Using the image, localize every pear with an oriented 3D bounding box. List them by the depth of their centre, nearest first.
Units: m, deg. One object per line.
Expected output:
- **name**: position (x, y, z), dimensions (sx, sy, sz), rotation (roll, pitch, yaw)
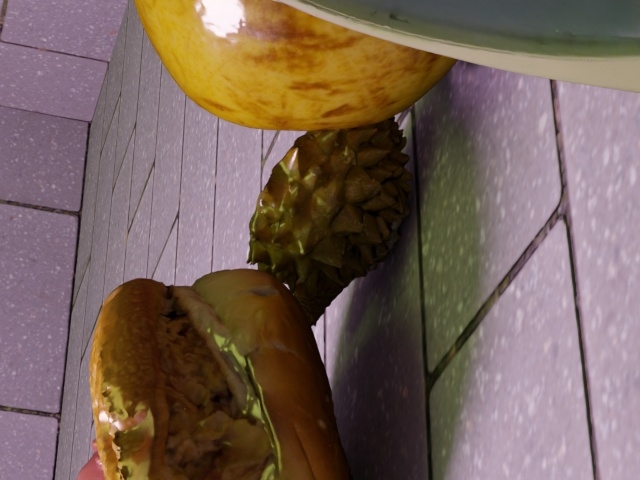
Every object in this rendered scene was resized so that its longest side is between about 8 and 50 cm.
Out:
- **pear**: position (-0.003, -0.205, 1.020), dimensions (0.281, 0.280, 0.281), rotation (-170, 90, -76)

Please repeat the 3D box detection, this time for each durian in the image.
- **durian**: position (0.012, 0.003, 1.160), dimensions (0.140, 0.078, 0.224), rotation (-37, -30, -37)

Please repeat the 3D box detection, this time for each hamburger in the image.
- **hamburger**: position (-0.067, 0.170, 1.110), dimensions (0.314, 0.170, 0.290), rotation (102, 157, -68)

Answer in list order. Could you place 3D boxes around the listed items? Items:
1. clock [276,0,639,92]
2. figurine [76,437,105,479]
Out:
- **clock**: position (0.081, -0.137, 0.446), dimensions (0.286, 0.348, 0.117), rotation (156, 122, -72)
- **figurine**: position (-0.180, 0.277, 1.499), dimensions (0.166, 0.207, 0.387), rotation (29, 113, 39)
